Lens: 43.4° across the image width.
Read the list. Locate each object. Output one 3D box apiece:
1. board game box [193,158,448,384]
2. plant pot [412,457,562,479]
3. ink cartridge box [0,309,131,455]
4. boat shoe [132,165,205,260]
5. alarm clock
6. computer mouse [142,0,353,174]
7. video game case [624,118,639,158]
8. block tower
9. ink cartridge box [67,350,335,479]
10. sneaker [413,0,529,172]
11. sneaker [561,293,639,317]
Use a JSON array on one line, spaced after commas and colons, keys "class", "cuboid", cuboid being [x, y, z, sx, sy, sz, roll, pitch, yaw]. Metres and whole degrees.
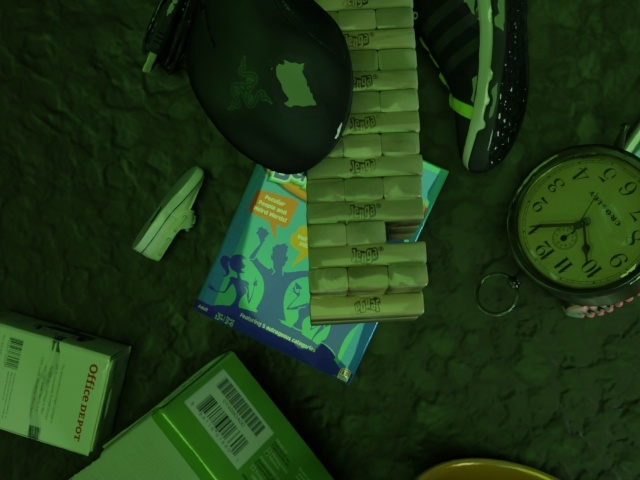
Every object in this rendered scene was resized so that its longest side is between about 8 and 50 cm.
[{"class": "board game box", "cuboid": [0.000, 0.000, 0.728, 0.160, 0.047, 0.210, 24, 96, 5]}, {"class": "plant pot", "cuboid": [0.146, 0.322, 0.671, 0.205, 0.205, 0.188, 14, 111, 6]}, {"class": "ink cartridge box", "cuboid": [-0.260, 0.134, 0.768, 0.135, 0.056, 0.099, 16, 97, 6]}, {"class": "boat shoe", "cuboid": [-0.134, -0.023, 0.755, 0.035, 0.035, 0.100, 35, 95, -24]}, {"class": "alarm clock", "cuboid": [0.211, 0.001, 0.678, 0.192, 0.064, 0.129, -36, 61, 12]}, {"class": "computer mouse", "cuboid": [-0.070, -0.157, 0.625, 0.189, 0.072, 0.272, -56, 47, 26]}, {"class": "video game case", "cuboid": [0.393, -0.106, 0.681, 0.193, 0.023, 0.212, 34, 98, 4]}, {"class": "block tower", "cuboid": [0.031, -0.105, 0.652, 0.097, 0.091, 0.336, -3, 79, -1]}, {"class": "ink cartridge box", "cuboid": [-0.119, 0.243, 0.749, 0.189, 0.097, 0.255, 52, 133, 1]}, {"class": "sneaker", "cuboid": [0.124, -0.176, 0.697, 0.097, 0.084, 0.235, 4, 94, 31]}, {"class": "sneaker", "cuboid": [0.261, 0.025, 0.705, 0.119, 0.047, 0.057, -28, 68, 8]}]
